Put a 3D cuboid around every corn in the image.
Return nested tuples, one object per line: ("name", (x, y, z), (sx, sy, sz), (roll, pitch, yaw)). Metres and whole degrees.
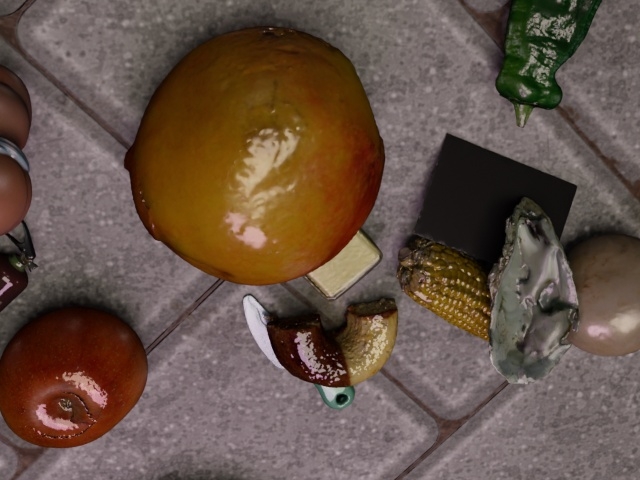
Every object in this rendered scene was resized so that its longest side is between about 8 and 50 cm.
("corn", (0.250, 0.097, 1.916), (0.318, 0.115, 0.115), (30, 105, -21))

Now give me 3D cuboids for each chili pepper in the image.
("chili pepper", (0.331, -0.298, 1.765), (0.136, 0.099, 0.270), (10, 107, -24))

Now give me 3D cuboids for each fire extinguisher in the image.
("fire extinguisher", (-0.507, 0.067, 1.786), (0.231, 0.071, 0.099), (-44, 86, 8))

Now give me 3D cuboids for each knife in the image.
("knife", (-0.045, 0.186, 1.945), (0.063, 0.034, 0.260), (-44, 108, 11))

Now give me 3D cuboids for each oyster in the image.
("oyster", (0.311, 0.083, 1.841), (0.199, 0.087, 0.252), (-31, 89, -5))

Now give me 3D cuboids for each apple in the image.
("apple", (-0.379, 0.214, 1.811), (0.210, 0.173, 0.235), (34, 104, -21))

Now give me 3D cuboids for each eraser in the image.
("eraser", (0.000, 0.000, 1.853), (0.117, 0.058, 0.172), (-42, 114, 7))

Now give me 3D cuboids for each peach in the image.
("peach", (-0.094, -0.113, 1.660), (0.373, 0.290, 0.372), (-2, 114, -4))

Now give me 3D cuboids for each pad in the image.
("pad", (0.277, -0.048, 1.882), (0.246, 0.006, 0.170), (19, 86, -18))

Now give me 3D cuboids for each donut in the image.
("donut", (0.034, 0.168, 1.899), (0.217, 0.085, 0.141), (-13, 101, -12))

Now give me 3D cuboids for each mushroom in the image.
("mushroom", (0.474, 0.104, 1.914), (0.206, 0.206, 0.209), (-24, 116, 0))

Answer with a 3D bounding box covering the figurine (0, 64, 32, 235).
("figurine", (-0.547, -0.180, 1.579), (0.388, 0.277, 0.248), (33, 80, -24))
